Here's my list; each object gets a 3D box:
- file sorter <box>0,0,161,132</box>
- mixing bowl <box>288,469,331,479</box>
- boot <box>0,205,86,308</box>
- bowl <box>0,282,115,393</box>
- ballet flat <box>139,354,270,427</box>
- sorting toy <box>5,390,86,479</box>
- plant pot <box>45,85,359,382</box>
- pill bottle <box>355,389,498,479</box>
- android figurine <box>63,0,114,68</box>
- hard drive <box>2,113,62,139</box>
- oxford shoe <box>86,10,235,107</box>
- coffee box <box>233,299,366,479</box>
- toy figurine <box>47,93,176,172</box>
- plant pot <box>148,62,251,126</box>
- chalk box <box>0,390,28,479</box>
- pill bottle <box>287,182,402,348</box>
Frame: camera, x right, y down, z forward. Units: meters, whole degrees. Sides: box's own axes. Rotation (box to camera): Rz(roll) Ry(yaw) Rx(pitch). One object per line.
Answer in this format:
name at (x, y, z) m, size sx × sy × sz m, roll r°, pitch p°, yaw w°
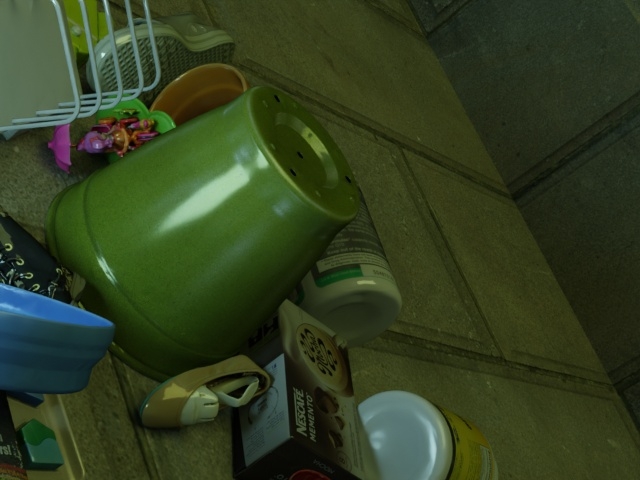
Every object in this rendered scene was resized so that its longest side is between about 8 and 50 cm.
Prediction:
file sorter at (-0.368, -0.273, 1.684) m, size 0.277 × 0.173 × 0.193 m, roll -44°, pitch 128°, yaw -65°
mixing bowl at (-0.021, 0.424, 1.641) m, size 0.181 × 0.098 × 0.181 m, roll 40°, pitch 27°, yaw -25°
boot at (-0.389, 0.044, 1.481) m, size 0.178 × 0.085 × 0.236 m, roll 45°, pitch 8°, yaw -13°
bowl at (-0.404, 0.070, 1.177) m, size 0.391 × 0.077 × 0.391 m, roll 16°, pitch -2°, yaw 1°
ballet flat at (-0.154, 0.215, 1.657) m, size 0.073 × 0.080 × 0.232 m, roll 25°, pitch 26°, yaw 27°
sorting toy at (-0.375, 0.201, 1.378) m, size 0.208 × 0.038 × 0.193 m, roll 15°, pitch 45°, yaw -54°
plant pot at (-0.144, -0.031, 1.721) m, size 0.366 × 0.353 × 0.366 m, roll 41°, pitch 27°, yaw -26°
pill bottle at (0.175, 0.366, 1.935) m, size 0.334 × 0.188 × 0.188 m, roll 35°, pitch 28°, yaw -59°
android figurine at (-0.458, -0.401, 2.022) m, size 0.248 × 0.056 × 0.273 m, roll 35°, pitch 28°, yaw -35°
hard drive at (-0.519, -0.305, 1.797) m, size 0.307 × 0.040 × 0.203 m, roll 51°, pitch 24°, yaw -5°
oxford shoe at (-0.302, -0.335, 2.102) m, size 0.130 × 0.169 × 0.449 m, roll 38°, pitch 23°, yaw 9°
coffee box at (-0.040, 0.252, 1.812) m, size 0.168 × 0.119 × 0.297 m, roll 37°, pitch 28°, yaw -31°
toy figurine at (-0.334, -0.151, 1.811) m, size 0.159 × 0.173 × 0.130 m, roll -25°, pitch 115°, yaw -53°
plant pot at (-0.175, -0.174, 2.075) m, size 0.188 × 0.205 × 0.205 m, roll 50°, pitch 19°, yaw -47°
chalk box at (-0.405, 0.230, 1.118) m, size 0.180 × 0.179 × 0.289 m, roll 18°, pitch 40°, yaw -51°
pill bottle at (0.000, 0.000, 2.120) m, size 0.204 × 0.204 × 0.361 m, roll 26°, pitch 36°, yaw -46°
